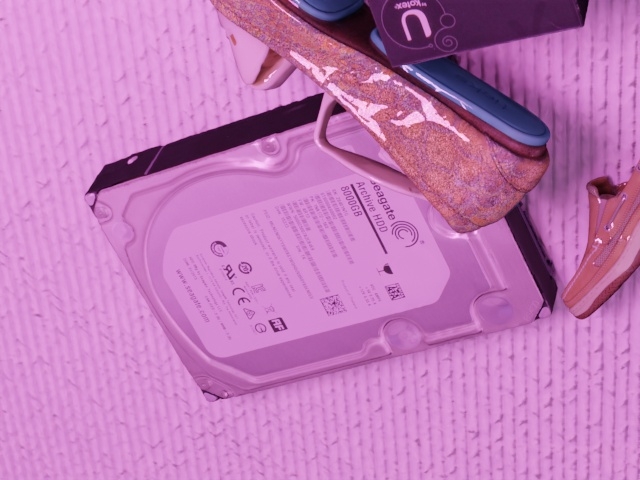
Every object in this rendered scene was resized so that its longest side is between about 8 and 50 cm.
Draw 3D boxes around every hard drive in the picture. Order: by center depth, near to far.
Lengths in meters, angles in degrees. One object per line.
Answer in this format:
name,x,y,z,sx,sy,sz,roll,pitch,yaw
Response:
hard drive,0.000,0.000,1.416,0.339,0.064,0.237,-16,118,24

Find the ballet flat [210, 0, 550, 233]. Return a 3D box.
ballet flat,0.009,-0.132,1.247,0.348,0.123,0.123,39,126,8

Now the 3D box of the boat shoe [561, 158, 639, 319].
boat shoe,0.239,-0.023,1.337,0.072,0.068,0.190,37,116,5

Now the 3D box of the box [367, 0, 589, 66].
box,0.084,-0.279,1.138,0.143,0.165,0.270,-10,119,22
